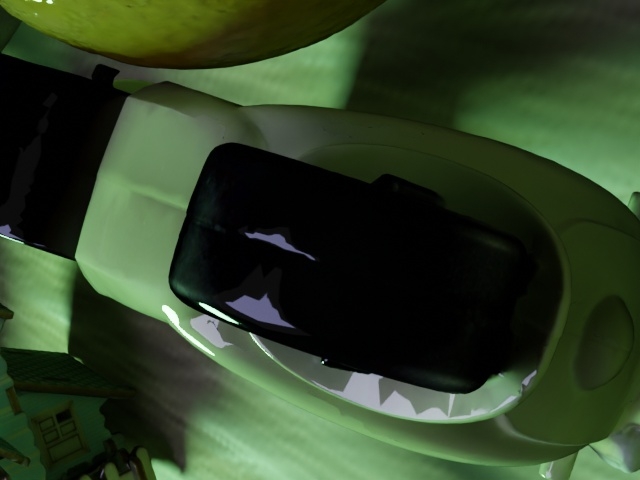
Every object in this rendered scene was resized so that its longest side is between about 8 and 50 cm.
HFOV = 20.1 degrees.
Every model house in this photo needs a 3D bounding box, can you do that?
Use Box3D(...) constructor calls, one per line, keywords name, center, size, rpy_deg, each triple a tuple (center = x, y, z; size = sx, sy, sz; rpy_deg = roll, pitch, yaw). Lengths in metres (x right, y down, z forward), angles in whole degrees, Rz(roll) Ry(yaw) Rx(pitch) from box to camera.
Box3D(name="model house", center=(-0.252, 0.107, 1.123), size=(0.178, 0.271, 0.206), rpy_deg=(22, 131, 63))

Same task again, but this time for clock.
Box3D(name="clock", center=(0.000, 0.000, 0.712), size=(0.379, 0.276, 0.120), rpy_deg=(24, 96, 54))

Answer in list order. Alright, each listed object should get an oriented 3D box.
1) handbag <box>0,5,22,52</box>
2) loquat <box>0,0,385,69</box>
Box3D(name="handbag", center=(-0.329, -0.057, 1.149), size=(0.109, 0.316, 0.253), rpy_deg=(47, 152, -12))
Box3D(name="loquat", center=(-0.053, -0.195, 0.677), size=(0.275, 0.275, 0.275), rpy_deg=(32, 132, 45))
